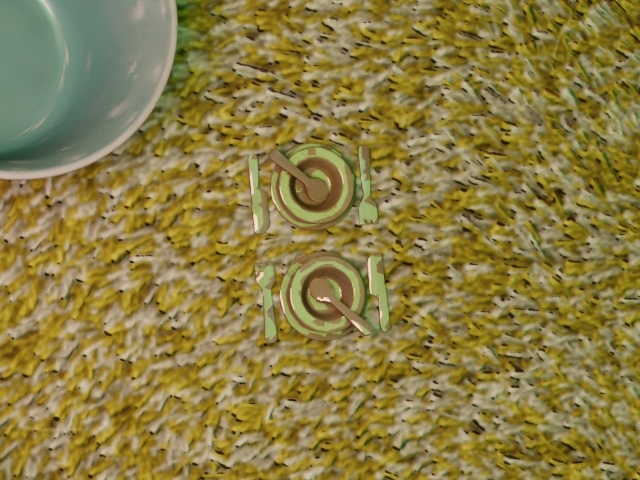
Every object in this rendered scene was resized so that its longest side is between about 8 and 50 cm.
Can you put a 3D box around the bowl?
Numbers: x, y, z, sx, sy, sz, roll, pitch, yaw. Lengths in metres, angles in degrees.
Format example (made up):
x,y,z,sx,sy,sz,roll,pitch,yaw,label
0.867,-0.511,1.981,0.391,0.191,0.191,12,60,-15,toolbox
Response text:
x,y,z,sx,sy,sz,roll,pitch,yaw,label
-0.299,-0.187,1.750,0.311,0.163,0.312,5,76,-22,bowl

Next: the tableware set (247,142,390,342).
x,y,z,sx,sy,sz,roll,pitch,yaw,label
0.000,0.000,1.882,0.128,0.039,0.194,-6,87,-13,tableware set
